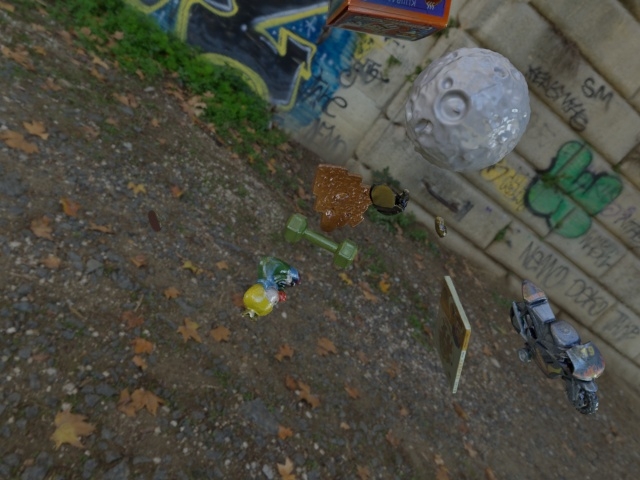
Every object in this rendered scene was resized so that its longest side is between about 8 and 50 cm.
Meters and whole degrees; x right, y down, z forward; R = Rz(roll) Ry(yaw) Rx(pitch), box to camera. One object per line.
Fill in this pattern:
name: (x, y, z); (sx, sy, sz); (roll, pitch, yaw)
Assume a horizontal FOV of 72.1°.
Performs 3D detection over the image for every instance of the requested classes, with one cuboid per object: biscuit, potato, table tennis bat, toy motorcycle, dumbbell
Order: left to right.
table tennis bat: (-0.626, -0.079, 1.686); (0.013, 0.156, 0.087); (-23, 99, -38)
dumbbell: (0.000, 0.000, 1.746); (0.301, 0.122, 0.108); (28, -16, 6)
biscuit: (0.075, -0.183, 1.742); (0.306, 0.283, 0.043); (54, 7, -28)
potato: (0.454, -0.051, 1.665); (0.051, 0.040, 0.084); (125, -46, -73)
toy motorcycle: (0.561, 0.248, 1.049); (0.108, 0.174, 0.307); (-13, 46, -12)

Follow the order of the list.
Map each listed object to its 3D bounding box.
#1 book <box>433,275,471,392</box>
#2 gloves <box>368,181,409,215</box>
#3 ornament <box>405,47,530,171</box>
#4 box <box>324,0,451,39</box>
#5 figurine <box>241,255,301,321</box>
book: (0.387, 0.281, 1.308); (0.020, 0.296, 0.208); (-5, 38, -1)
gloves: (0.255, -0.147, 1.584); (0.164, 0.124, 0.203); (40, 10, 32)
ornament: (0.399, -0.354, 1.220); (0.337, 0.337, 0.337); (34, 19, -14)
box: (0.226, -0.848, 1.492); (0.348, 0.257, 0.318); (3, 15, -15)
figurine: (-0.174, 0.188, 1.567); (0.185, 0.127, 0.235); (33, 54, -35)
